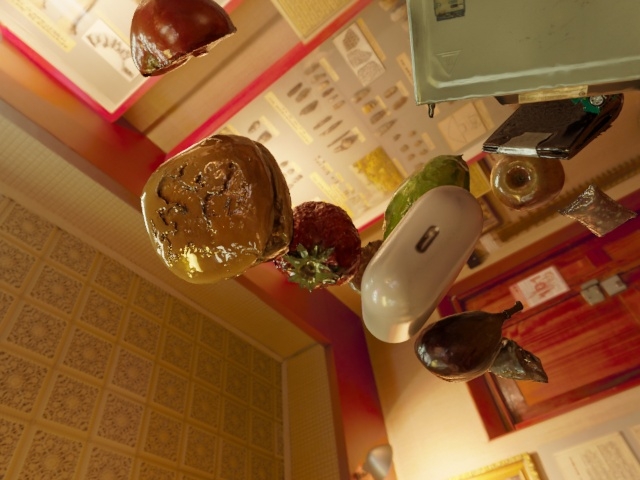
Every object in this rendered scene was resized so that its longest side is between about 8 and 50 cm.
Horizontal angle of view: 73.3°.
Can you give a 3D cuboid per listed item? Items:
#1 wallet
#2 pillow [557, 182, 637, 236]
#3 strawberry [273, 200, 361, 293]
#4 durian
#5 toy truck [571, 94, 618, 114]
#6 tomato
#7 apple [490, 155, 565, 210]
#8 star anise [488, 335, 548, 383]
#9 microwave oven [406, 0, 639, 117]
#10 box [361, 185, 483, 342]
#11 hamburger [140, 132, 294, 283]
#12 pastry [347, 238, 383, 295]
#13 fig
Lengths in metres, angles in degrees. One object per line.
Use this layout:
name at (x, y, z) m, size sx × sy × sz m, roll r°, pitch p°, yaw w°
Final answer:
wallet at (0.552, -0.281, 1.033) m, size 0.220 × 0.262 × 0.072 m, roll 24°, pitch 147°, yaw 49°
pillow at (0.729, -0.071, 1.132) m, size 0.184 × 0.118 × 0.043 m, roll 25°, pitch -134°, yaw -17°
strawberry at (0.000, 0.000, 1.199) m, size 0.257 × 0.257 × 0.277 m, roll 48°, pitch -136°, yaw -25°
durian at (0.302, -0.090, 1.208) m, size 0.204 × 0.340 × 0.255 m, roll 20°, pitch -169°, yaw 31°
toy truck at (0.565, -0.384, 0.898) m, size 0.116 × 0.110 × 0.216 m, roll 27°, pitch 150°, yaw 49°
tomato at (-0.292, -0.435, 0.873) m, size 0.200 × 0.232 × 0.140 m, roll -46°, pitch -57°, yaw -37°
apple at (0.644, -0.195, 1.343) m, size 0.187 × 0.211 × 0.211 m, roll -14°, pitch -108°, yaw -54°
star anise at (0.471, 0.307, 1.215) m, size 0.331 × 0.118 × 0.332 m, roll 28°, pitch 171°, yaw 5°
microwave oven at (0.326, -0.358, 0.632) m, size 0.218 × 0.354 × 0.287 m, roll -44°, pitch -52°, yaw -53°
box at (0.195, 0.061, 0.867) m, size 0.141 × 0.289 × 0.349 m, roll 34°, pitch 166°, yaw 18°
hamburger at (-0.210, -0.062, 0.899) m, size 0.285 × 0.304 × 0.174 m, roll 69°, pitch -160°, yaw 6°
pastry at (0.198, 0.096, 1.489) m, size 0.218 × 0.229 × 0.100 m, roll 24°, pitch 171°, yaw 21°
fig at (0.347, 0.218, 0.971) m, size 0.146 × 0.274 × 0.170 m, roll 57°, pitch 176°, yaw 34°
